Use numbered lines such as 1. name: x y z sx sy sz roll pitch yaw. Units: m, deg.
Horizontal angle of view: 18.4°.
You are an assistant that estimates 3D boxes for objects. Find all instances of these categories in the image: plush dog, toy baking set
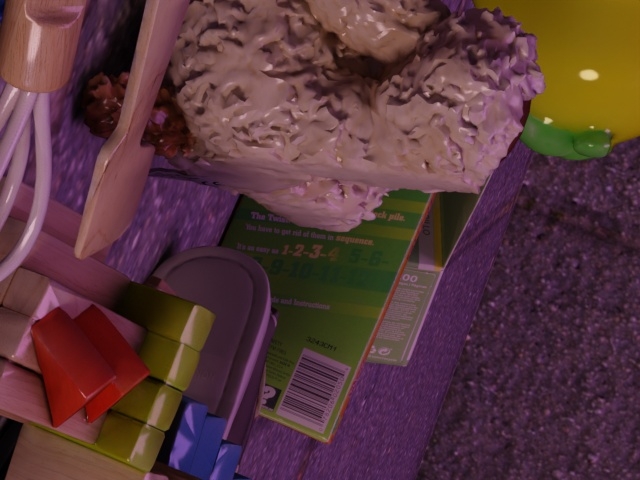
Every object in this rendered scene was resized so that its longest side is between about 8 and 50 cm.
1. plush dog: -0.010 -0.141 1.055 0.262 0.211 0.225 161 -60 -68
2. toy baking set: -0.099 -0.068 0.627 0.196 0.030 0.256 -58 161 8

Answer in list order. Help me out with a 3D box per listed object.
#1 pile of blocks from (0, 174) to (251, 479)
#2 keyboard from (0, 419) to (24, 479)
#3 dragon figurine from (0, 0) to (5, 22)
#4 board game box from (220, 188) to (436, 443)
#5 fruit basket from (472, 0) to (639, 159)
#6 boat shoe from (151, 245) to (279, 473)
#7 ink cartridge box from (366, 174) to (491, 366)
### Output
1. pile of blocks: -0.073 0.116 1.001 0.149 0.113 0.362 -52 142 -27
2. keyboard: -0.180 0.168 1.084 0.100 0.038 0.192 97 19 -53
3. dragon figurine: -0.126 -0.129 0.648 0.289 0.085 0.144 -55 165 -35
4. board game box: 0.000 0.000 1.385 0.039 0.124 0.259 64 49 -81
5. fruit basket: 0.194 -0.240 1.225 0.283 0.392 0.392 -38 148 -69
6. boat shoe: -0.105 0.146 1.207 0.091 0.109 0.305 86 23 -55
7. ink cartridge box: 0.071 -0.041 1.489 0.235 0.056 0.171 108 -13 -46
